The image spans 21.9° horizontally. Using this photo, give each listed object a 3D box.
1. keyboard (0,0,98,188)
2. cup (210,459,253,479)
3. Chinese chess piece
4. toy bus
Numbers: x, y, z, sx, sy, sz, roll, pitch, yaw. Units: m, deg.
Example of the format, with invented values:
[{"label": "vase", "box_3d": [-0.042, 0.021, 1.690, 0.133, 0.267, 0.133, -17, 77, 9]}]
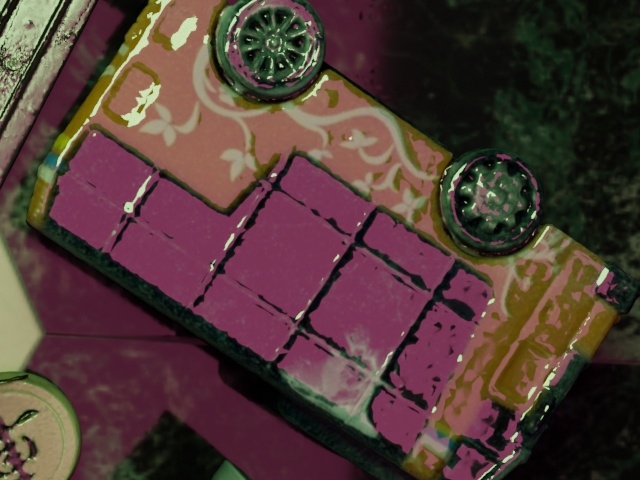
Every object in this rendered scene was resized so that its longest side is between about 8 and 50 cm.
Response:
[{"label": "keyboard", "box_3d": [-0.185, -0.108, 0.985, 0.061, 0.013, 0.204, 28, 85, -11]}, {"label": "cup", "box_3d": [-0.059, 0.331, 0.924, 0.311, 0.331, 0.257, -45, 66, -7]}, {"label": "Chinese chess piece", "box_3d": [-0.183, 0.119, 0.977, 0.084, 0.034, 0.084, 0, 92, -13]}, {"label": "toy bus", "box_3d": [0.000, 0.000, 0.955, 0.323, 0.162, 0.194, 35, 84, -9]}]
